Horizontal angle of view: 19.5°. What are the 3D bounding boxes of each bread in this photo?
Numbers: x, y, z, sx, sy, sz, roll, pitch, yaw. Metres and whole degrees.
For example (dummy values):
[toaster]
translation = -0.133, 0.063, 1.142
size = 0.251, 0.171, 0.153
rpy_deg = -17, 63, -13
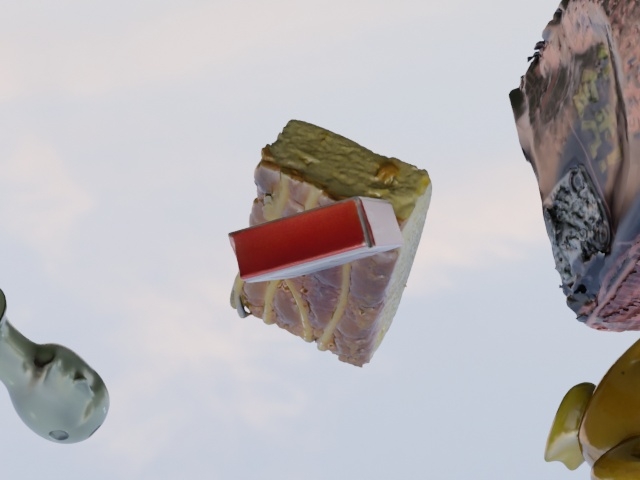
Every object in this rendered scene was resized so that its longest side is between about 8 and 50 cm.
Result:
[bread]
translation = 0.009, 0.007, 2.052
size = 0.185, 0.275, 0.114
rpy_deg = 24, -127, 7

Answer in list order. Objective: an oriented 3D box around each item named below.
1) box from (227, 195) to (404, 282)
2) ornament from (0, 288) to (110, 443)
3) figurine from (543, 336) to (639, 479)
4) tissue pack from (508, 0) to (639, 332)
[box]
translation = 0.000, 0.000, 1.676
size = 0.123, 0.050, 0.229
rpy_deg = -17, 178, 8
[ornament]
translation = -0.229, 0.108, 1.504
size = 0.081, 0.156, 0.075
rpy_deg = -10, -132, 33
[figurine]
translation = 0.319, 0.180, 1.597
size = 0.215, 0.215, 0.228
rpy_deg = -7, -138, -23
[tissue pack]
translation = 0.252, -0.106, 1.329
size = 0.123, 0.332, 0.245
rpy_deg = 0, -121, -17
